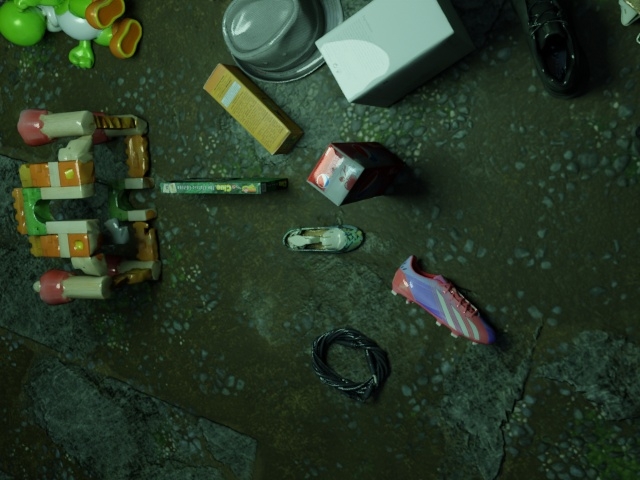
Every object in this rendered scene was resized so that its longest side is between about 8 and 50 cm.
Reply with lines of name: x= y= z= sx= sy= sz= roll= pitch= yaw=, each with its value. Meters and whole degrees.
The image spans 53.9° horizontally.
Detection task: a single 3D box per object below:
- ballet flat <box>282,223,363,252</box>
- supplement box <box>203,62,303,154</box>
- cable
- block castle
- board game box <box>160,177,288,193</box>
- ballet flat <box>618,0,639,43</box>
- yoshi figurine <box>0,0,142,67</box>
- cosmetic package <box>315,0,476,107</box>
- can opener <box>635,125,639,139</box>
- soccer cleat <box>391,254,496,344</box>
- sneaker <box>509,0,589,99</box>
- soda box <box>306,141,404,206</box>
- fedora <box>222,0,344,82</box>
ballet flat: x=0.000 y=0.000 z=1.414 sx=0.189 sy=0.070 sz=0.070 roll=-4 pitch=97 yaw=23
supplement box: x=-0.151 y=-0.295 z=1.421 sx=0.233 sy=0.078 sz=0.080 roll=44 pitch=112 yaw=12
cable: x=0.061 y=0.275 z=1.444 sx=0.185 sy=0.047 sz=0.150 roll=36 pitch=111 yaw=15
block castle: x=-0.560 y=-0.086 z=1.512 sx=0.213 sy=0.303 sz=0.452 roll=-1 pitch=99 yaw=17
board game box: x=-0.220 y=-0.127 z=1.448 sx=0.260 sy=0.136 sz=0.030 roll=3 pitch=98 yaw=23
ballet flat: x=0.572 y=-0.387 z=1.103 sx=0.067 sy=0.073 sz=0.206 roll=-43 pitch=77 yaw=38
yoshi figurine: x=-0.636 y=-0.525 z=1.531 sx=0.362 sy=0.203 sz=0.203 roll=18 pitch=112 yaw=23
cosmetic package: x=0.151 y=-0.370 z=1.198 sx=0.225 sy=0.224 sz=0.138 roll=-31 pitch=85 yaw=25
can opener: x=0.652 y=-0.219 z=1.110 sx=0.186 sy=0.073 sz=0.059 roll=-30 pitch=48 yaw=21
soccer cleat: x=0.265 y=0.127 z=1.317 sx=0.248 sy=0.083 sz=0.095 roll=32 pitch=105 yaw=18
sneaker: x=0.410 y=-0.398 z=1.135 sx=0.109 sy=0.130 sz=0.286 roll=-23 pitch=88 yaw=27
soda box: x=0.077 y=-0.138 z=1.247 sx=0.083 sy=0.263 sz=0.092 roll=39 pitch=111 yaw=13
fedora: x=-0.101 y=-0.465 z=1.344 sx=0.276 sy=0.124 sz=0.243 roll=-11 pitch=95 yaw=24
